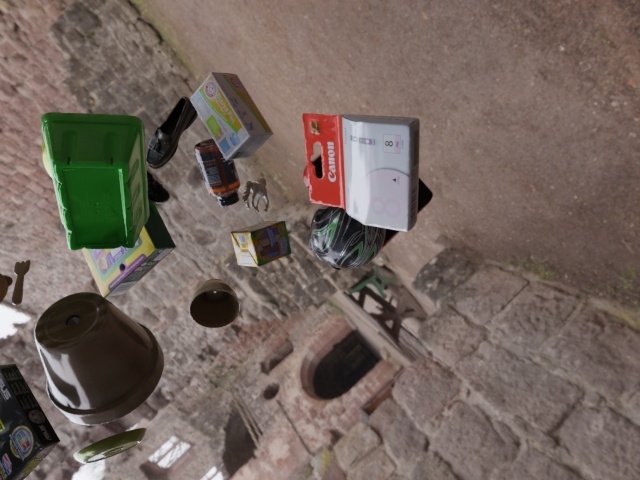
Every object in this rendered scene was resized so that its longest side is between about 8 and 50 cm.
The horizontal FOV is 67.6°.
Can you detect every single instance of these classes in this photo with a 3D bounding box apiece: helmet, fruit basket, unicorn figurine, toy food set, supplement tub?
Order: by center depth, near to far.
[{"bbox_3d":[-0.663,0.104,0.914,0.039,0.191,0.133,98,158,-45],"label":"toy food set"},{"bbox_3d":[0.068,-0.021,1.084,0.169,0.169,0.161,49,146,-14],"label":"helmet"},{"bbox_3d":[-0.632,-0.199,1.331,0.392,0.282,0.393,178,90,-71],"label":"fruit basket"},{"bbox_3d":[-0.188,-0.142,1.429,0.162,0.060,0.111,43,-133,-84],"label":"unicorn figurine"},{"bbox_3d":[-0.306,-0.205,1.453,0.106,0.106,0.198,36,143,59],"label":"supplement tub"}]

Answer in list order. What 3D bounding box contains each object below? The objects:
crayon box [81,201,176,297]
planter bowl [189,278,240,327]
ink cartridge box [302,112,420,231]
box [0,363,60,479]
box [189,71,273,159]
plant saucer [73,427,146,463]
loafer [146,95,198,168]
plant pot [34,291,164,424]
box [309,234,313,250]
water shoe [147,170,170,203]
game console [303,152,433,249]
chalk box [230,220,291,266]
[{"bbox_3d":[-0.738,-0.013,1.780,0.106,0.362,0.313,-8,-115,-59],"label":"crayon box"},{"bbox_3d":[-0.354,0.196,1.597,0.162,0.162,0.109,52,-171,-33],"label":"planter bowl"},{"bbox_3d":[0.061,-0.126,0.859,0.232,0.066,0.189,9,120,26],"label":"ink cartridge box"},{"bbox_3d":[-0.851,0.509,1.290,0.270,0.216,0.060,47,-171,18],"label":"box"},{"bbox_3d":[-0.240,-0.335,1.288,0.203,0.114,0.103,58,-146,6],"label":"box"},{"bbox_3d":[-0.721,0.716,1.657,0.241,0.240,0.037,65,179,-69],"label":"plant saucer"},{"bbox_3d":[-0.517,-0.372,1.622,0.096,0.268,0.084,29,172,11],"label":"loafer"},{"bbox_3d":[-0.638,0.304,1.343,0.323,0.323,0.281,42,150,36],"label":"plant pot"},{"bbox_3d":[0.000,0.000,1.847,0.052,0.083,0.062,11,114,30],"label":"box"},{"bbox_3d":[-0.609,-0.198,1.677,0.080,0.073,0.203,-4,147,48],"label":"water shoe"},{"bbox_3d":[0.165,-0.190,1.658,0.387,0.342,0.060,48,157,-2],"label":"game console"},{"bbox_3d":[-0.202,0.004,1.783,0.132,0.213,0.132,0,105,46],"label":"chalk box"}]
